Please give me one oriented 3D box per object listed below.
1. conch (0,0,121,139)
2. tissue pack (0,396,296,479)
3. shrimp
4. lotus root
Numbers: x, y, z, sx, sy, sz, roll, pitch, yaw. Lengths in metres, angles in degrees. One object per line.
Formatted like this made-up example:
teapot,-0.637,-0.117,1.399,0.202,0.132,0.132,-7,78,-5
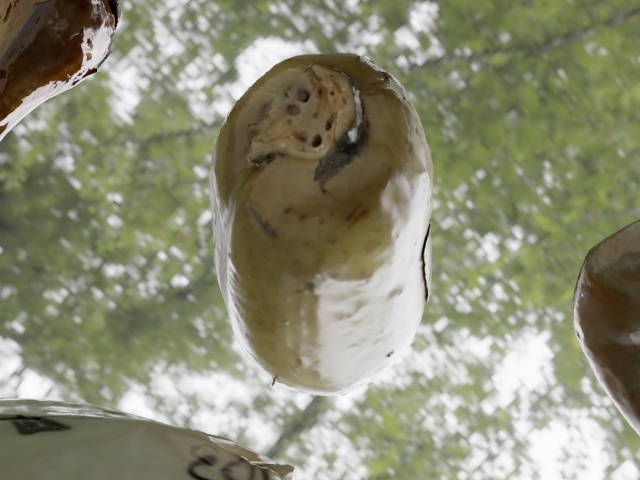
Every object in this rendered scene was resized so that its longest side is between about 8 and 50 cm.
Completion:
conch,-0.173,-0.132,1.144,0.086,0.080,0.232,-27,-133,47
tissue pack,-0.244,0.169,0.680,0.390,0.195,0.375,-5,-166,43
shrimp,0.200,0.084,0.716,0.143,0.251,0.052,-16,-146,46
lotus root,0.000,0.000,1.148,0.146,0.284,0.160,3,-124,6
